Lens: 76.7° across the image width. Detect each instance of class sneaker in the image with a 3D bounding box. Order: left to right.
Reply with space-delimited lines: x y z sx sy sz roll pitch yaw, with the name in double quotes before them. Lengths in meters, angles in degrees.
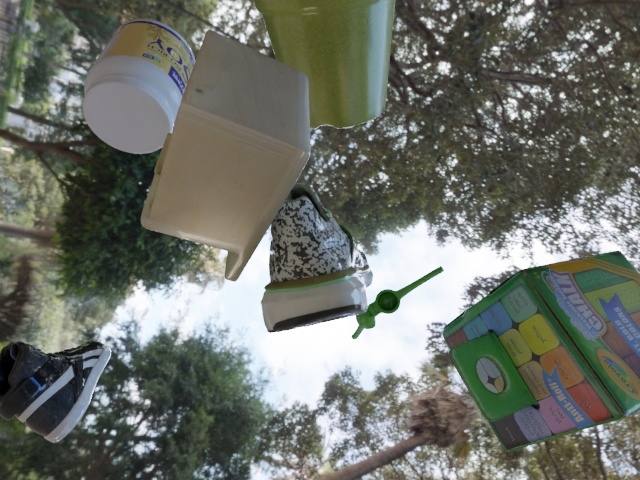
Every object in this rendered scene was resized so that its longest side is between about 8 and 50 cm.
"sneaker" -0.374 0.170 0.565 0.079 0.121 0.217 -45 -157 -7
"sneaker" 0.000 0.000 0.630 0.410 0.158 0.182 -69 150 -85

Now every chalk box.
"chalk box" 0.223 0.106 0.390 0.132 0.213 0.132 66 -34 28

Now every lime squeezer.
"lime squeezer" 0.152 0.161 0.943 0.310 0.110 0.059 -47 -135 29

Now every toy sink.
"toy sink" -0.120 -0.084 0.473 0.234 0.131 0.153 -53 -151 42

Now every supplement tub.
"supplement tub" -0.482 -0.419 1.099 0.241 0.241 0.331 -43 -143 37

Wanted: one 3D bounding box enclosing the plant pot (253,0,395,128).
"plant pot" 0.020 -0.349 0.723 0.276 0.276 0.254 44 -29 48
